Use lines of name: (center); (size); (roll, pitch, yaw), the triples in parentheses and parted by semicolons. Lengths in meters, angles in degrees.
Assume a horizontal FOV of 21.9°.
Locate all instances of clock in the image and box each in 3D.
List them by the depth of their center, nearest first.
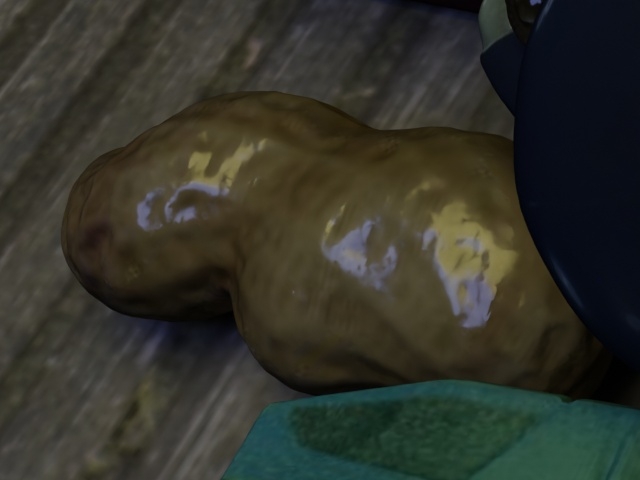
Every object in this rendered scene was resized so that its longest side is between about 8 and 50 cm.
clock: (0.137, -0.041, 0.443); (0.200, 0.146, 0.243); (-8, 11, 14)

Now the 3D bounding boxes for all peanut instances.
peanut: (0.000, 0.001, 0.579); (0.228, 0.085, 0.104); (18, 69, 36)

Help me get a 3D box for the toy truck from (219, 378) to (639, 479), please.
toy truck: (0.089, 0.134, 0.396); (0.279, 0.155, 0.156); (7, 51, 30)

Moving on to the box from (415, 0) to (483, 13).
box: (0.078, -0.234, 0.661); (0.193, 0.167, 0.294); (17, 65, 36)
